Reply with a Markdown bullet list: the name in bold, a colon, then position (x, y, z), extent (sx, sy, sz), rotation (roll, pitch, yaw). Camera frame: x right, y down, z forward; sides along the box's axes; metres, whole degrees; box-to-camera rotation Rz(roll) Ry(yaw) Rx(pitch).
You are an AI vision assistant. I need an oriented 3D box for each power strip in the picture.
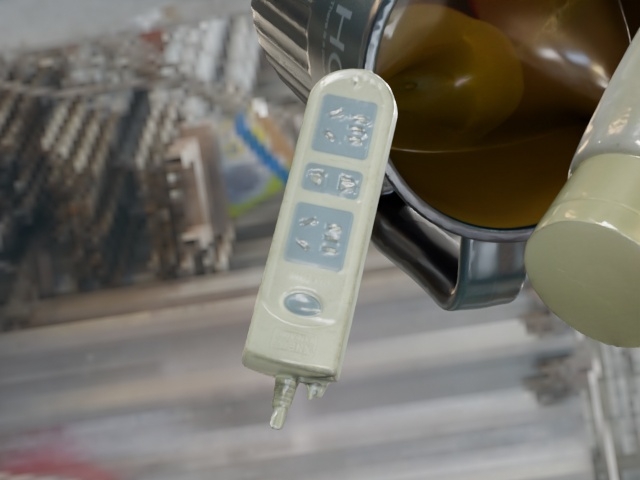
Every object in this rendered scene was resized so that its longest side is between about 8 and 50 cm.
- **power strip**: position (0.000, 0.000, 0.879), extent (0.030, 0.047, 0.191), rotation (90, 12, -72)

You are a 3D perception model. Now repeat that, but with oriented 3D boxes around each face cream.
- **face cream**: position (0.167, -0.055, 0.793), extent (0.224, 0.070, 0.114), rotation (-52, 122, -35)

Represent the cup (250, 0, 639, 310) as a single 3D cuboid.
- **cup**: position (0.107, -0.137, 1.360), extent (0.308, 0.242, 0.292), rotation (59, -7, -28)
